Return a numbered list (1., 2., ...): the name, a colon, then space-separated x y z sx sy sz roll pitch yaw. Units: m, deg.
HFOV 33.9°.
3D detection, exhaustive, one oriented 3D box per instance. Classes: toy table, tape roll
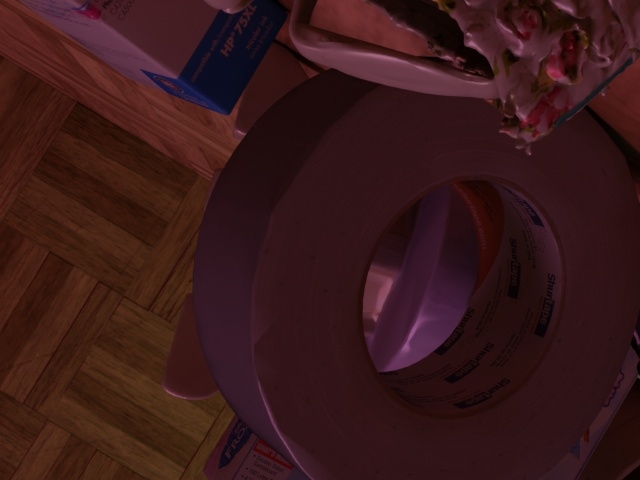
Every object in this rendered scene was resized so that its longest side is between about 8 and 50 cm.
1. toy table: 0.000 0.000 0.726 0.161 0.252 0.274 15 161 -5
2. tape roll: 0.052 0.021 0.513 0.219 0.219 0.072 33 174 -29

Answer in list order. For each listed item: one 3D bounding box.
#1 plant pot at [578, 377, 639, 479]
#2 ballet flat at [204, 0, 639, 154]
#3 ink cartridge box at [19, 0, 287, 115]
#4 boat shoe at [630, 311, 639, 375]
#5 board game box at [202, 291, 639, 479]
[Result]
1. plant pot: 0.321 0.277 1.285 0.334 0.333 0.305 34 -174 -37
2. ballet flat: -0.002 -0.106 0.365 0.241 0.077 0.091 30 177 24
3. ink cartridge box: -0.146 -0.172 0.607 0.134 0.078 0.231 26 174 47
4. boat shoe: 0.229 0.063 0.610 0.285 0.092 0.103 28 174 24
5. board game box: 0.109 0.147 0.954 0.319 0.318 0.066 33 176 -24
